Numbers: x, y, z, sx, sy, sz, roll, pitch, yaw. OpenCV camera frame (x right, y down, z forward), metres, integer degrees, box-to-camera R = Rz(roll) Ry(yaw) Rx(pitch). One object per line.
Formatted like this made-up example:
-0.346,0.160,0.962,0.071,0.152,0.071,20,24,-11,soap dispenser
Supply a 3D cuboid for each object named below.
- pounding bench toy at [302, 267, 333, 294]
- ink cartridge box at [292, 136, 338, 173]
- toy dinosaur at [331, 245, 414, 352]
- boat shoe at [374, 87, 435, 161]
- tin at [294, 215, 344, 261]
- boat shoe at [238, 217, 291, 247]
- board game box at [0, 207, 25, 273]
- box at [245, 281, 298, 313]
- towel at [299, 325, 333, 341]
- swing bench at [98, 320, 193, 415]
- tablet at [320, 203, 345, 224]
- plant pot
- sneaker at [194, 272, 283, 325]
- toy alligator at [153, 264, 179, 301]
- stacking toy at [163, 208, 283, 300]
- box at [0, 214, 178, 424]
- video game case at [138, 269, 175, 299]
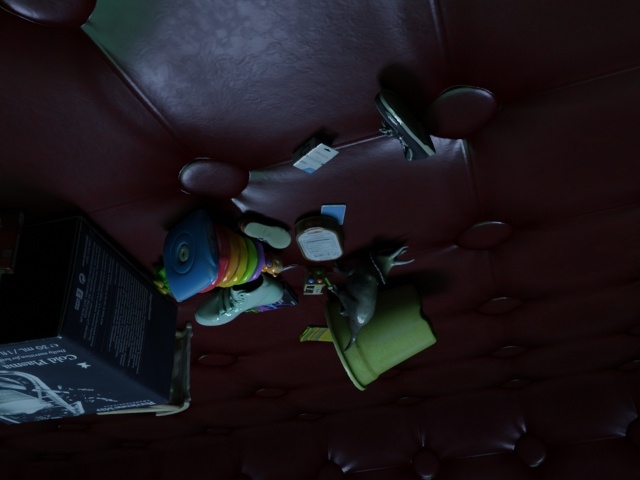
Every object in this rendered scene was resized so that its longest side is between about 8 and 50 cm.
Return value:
-0.002,0.106,1.632,0.083,0.052,0.065,1,150,-10,pounding bench toy
-0.010,-0.167,1.172,0.048,0.028,0.083,20,142,-38,ink cartridge box
0.097,0.135,1.544,0.121,0.314,0.160,24,179,-25,toy dinosaur
0.140,-0.197,1.097,0.065,0.075,0.206,-24,150,25,boat shoe
0.000,0.000,1.454,0.106,0.040,0.190,-11,153,5,tin
-0.127,-0.019,1.404,0.137,0.049,0.043,19,-175,-40,boat shoe
-0.760,0.005,1.243,0.281,0.145,0.027,-3,150,-5,board game box
-0.156,0.165,1.736,0.162,0.029,0.116,-13,150,12,box
0.056,0.317,2.046,0.237,0.021,0.102,6,150,-19,towel
-0.521,0.381,1.834,0.254,0.253,0.165,8,148,-21,swing bench
0.027,-0.058,1.392,0.054,0.006,0.083,-2,150,-5,tablet
0.182,0.249,1.738,0.254,0.276,0.276,-25,147,10,plant pot
-0.240,0.142,1.614,0.256,0.094,0.151,-21,154,8,sneaker
-0.398,0.106,1.579,0.051,0.056,0.190,34,158,18,toy alligator
-0.195,0.046,1.422,0.165,0.175,0.302,-30,153,35,stacking toy
-0.667,0.216,1.457,0.479,0.297,0.472,-10,149,11,box
-0.515,0.139,1.644,0.190,0.022,0.173,-15,150,18,video game case
